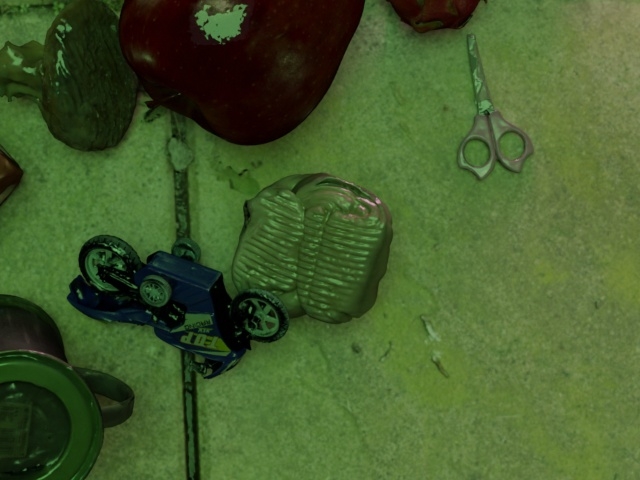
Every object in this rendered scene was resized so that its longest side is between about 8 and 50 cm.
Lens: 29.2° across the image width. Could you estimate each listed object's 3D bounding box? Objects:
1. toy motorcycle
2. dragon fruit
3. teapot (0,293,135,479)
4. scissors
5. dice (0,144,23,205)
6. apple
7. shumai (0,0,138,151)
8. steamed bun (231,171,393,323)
[{"bbox_3d":[-0.196,0.095,1.664,0.315,0.113,0.169,19,126,10],"label":"toy motorcycle"},{"bbox_3d":[0.153,-0.350,1.711,0.165,0.136,0.133,6,82,12],"label":"dragon fruit"},{"bbox_3d":[-0.373,0.191,1.564,0.270,0.337,0.200,5,100,-20],"label":"teapot"},{"bbox_3d":[0.235,-0.194,1.749,0.110,0.021,0.212,-10,85,-3],"label":"scissors"},{"bbox_3d":[-0.523,-0.095,1.660,0.175,0.179,0.174,44,85,-1],"label":"dice"},{"bbox_3d":[-0.104,-0.280,1.634,0.288,0.288,0.317,42,78,4],"label":"apple"},{"bbox_3d":[-0.352,-0.229,1.702,0.152,0.161,0.210,5,117,28],"label":"shumai"},{"bbox_3d":[-0.002,0.000,1.672,0.211,0.144,0.218,17,113,12],"label":"steamed bun"}]
